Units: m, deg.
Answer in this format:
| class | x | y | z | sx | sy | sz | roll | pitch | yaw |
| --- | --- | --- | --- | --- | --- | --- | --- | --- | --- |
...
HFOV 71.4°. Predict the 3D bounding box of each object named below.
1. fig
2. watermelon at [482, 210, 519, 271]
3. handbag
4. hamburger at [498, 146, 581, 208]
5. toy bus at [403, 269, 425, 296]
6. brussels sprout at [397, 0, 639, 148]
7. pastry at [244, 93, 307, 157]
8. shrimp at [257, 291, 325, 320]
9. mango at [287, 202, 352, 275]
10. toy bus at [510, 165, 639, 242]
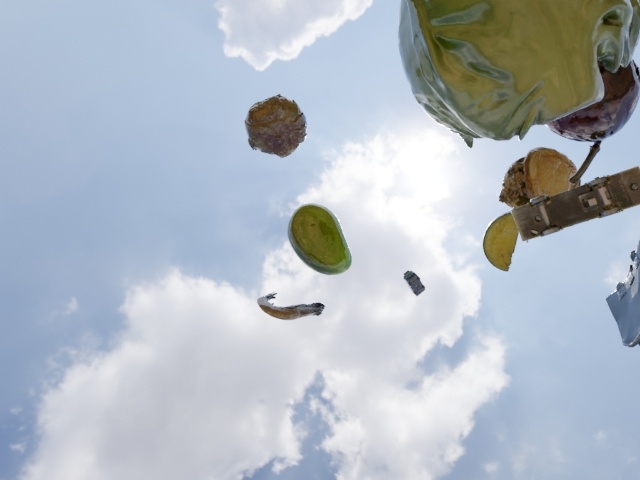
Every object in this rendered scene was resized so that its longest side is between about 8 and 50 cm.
| class | x | y | z | sx | sy | sz | roll | pitch | yaw |
| --- | --- | --- | --- | --- | --- | --- | --- | --- | --- |
| fig | 0.577 | -0.277 | 0.939 | 0.186 | 0.249 | 0.204 | -20 | -148 | 38 |
| watermelon | 0.519 | -0.009 | 1.295 | 0.092 | 0.182 | 0.075 | 9 | -163 | 14 |
| handbag | 0.922 | 0.154 | 1.265 | 0.079 | 0.248 | 0.260 | 13 | -146 | 9 |
| hamburger | 0.740 | -0.183 | 1.498 | 0.286 | 0.146 | 0.243 | -22 | -98 | -19 |
| toy bus | 0.279 | 0.127 | 1.332 | 0.038 | 0.083 | 0.046 | -38 | -141 | -1 |
| brussels sprout | 0.305 | -0.393 | 0.798 | 0.342 | 0.361 | 0.425 | -41 | -163 | 2 |
| pastry | -0.102 | -0.264 | 1.037 | 0.153 | 0.153 | 0.081 | -21 | -140 | -2 |
| shrimp | -0.093 | 0.200 | 1.352 | 0.152 | 0.219 | 0.046 | 24 | -73 | 50 |
| mango | -0.009 | 0.000 | 1.538 | 0.185 | 0.149 | 0.273 | -21 | -97 | -8 |
| toy bus | 0.492 | -0.069 | 0.858 | 0.226 | 0.074 | 0.081 | -23 | -97 | 25 |
